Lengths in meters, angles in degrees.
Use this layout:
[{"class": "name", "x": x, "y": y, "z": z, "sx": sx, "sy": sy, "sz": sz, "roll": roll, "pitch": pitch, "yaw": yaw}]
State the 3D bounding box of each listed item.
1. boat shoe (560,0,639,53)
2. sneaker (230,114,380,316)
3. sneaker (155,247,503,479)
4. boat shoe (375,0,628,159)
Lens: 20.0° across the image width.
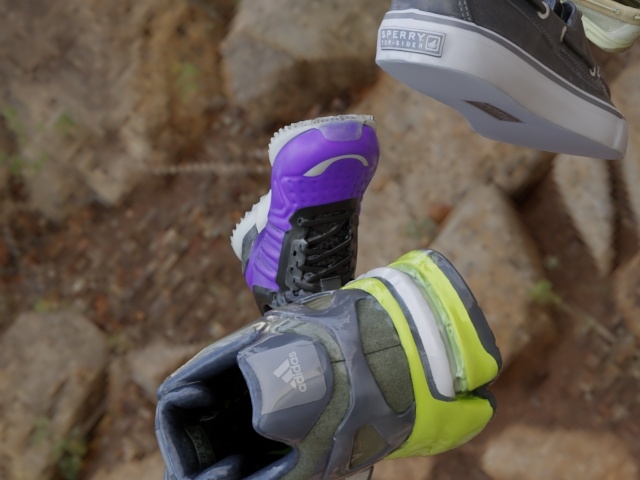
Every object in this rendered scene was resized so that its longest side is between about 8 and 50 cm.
[{"class": "boat shoe", "x": 0.193, "y": -0.211, "z": 1.424, "sx": 0.056, "sy": 0.153, "sz": 0.048, "roll": -40, "pitch": -12, "yaw": -40}, {"class": "sneaker", "x": 0.001, "y": 0.000, "z": 1.678, "sx": 0.293, "sy": 0.102, "sz": 0.146, "roll": 117, "pitch": 143, "yaw": -59}, {"class": "sneaker", "x": -0.032, "y": 0.090, "z": 0.888, "sx": 0.121, "sy": 0.111, "sz": 0.300, "roll": -11, "pitch": -19, "yaw": -28}, {"class": "boat shoe", "x": 0.097, "y": -0.094, "z": 0.886, "sx": 0.228, "sy": 0.080, "sz": 0.076, "roll": 19, "pitch": -98, "yaw": -56}]
